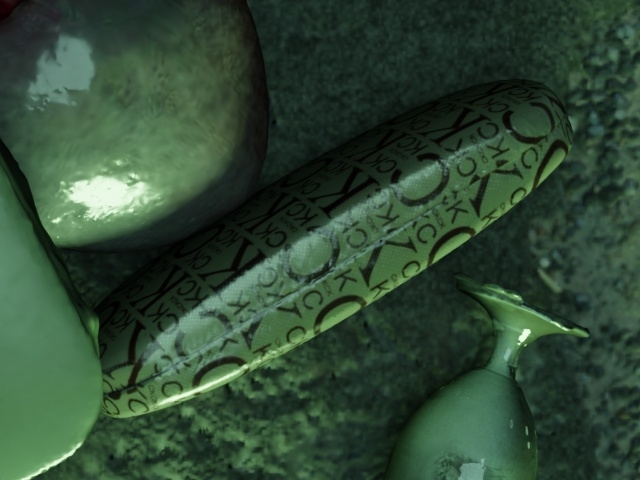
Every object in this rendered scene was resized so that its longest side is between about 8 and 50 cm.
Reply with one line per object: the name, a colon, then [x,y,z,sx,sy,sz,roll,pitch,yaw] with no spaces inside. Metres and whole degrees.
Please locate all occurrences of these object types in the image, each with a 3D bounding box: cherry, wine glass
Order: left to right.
cherry: [-0.141,-0.100,1.010,0.266,0.183,0.213,42,84,-25]
wine glass: [0.098,0.141,1.113,0.103,0.103,0.222,21,86,-12]

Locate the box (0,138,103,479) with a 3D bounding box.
box: [-0.353,0.009,0.860,0.396,0.111,0.396,-26,107,-6]

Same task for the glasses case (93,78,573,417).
glasses case: [0.000,0.000,1.069,0.354,0.137,0.085,-30,105,-9]
